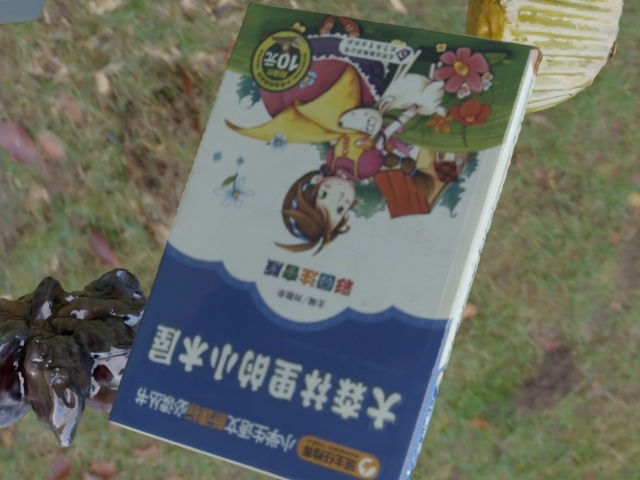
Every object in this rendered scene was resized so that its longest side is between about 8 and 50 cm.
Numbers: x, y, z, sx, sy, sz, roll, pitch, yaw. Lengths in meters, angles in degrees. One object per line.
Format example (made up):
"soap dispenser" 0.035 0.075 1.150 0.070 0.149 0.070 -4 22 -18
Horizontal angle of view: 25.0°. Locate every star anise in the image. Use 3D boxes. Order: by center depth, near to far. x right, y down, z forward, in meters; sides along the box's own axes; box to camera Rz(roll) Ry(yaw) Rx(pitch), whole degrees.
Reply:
"star anise" -0.220 0.085 1.161 0.223 0.236 0.109 -8 102 8

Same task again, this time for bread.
"bread" 0.218 -0.236 1.458 0.139 0.240 0.240 9 114 -1

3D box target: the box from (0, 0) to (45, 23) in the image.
"box" -0.333 -0.298 1.284 0.135 0.243 0.163 -10 143 -46

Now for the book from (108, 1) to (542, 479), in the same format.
"book" 0.000 0.000 0.974 0.018 0.228 0.322 34 71 -61
